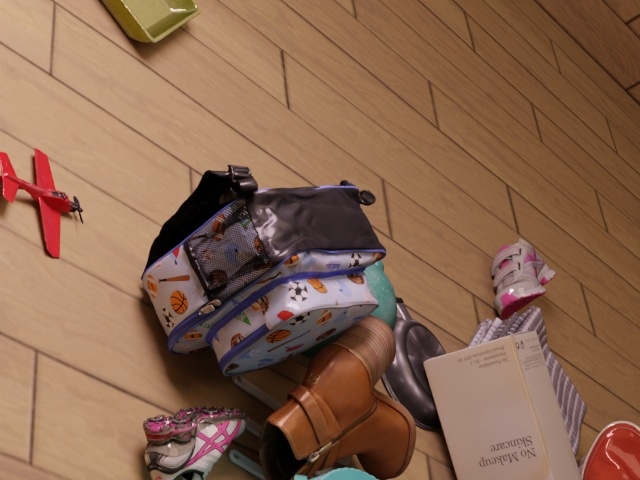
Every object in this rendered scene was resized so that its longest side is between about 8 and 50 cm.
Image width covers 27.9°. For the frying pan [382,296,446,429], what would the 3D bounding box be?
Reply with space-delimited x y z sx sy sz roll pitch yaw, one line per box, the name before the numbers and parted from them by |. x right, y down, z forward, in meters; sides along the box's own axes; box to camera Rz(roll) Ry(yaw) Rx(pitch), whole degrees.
frying pan | 0.147 0.150 2.077 0.197 0.053 0.326 29 43 -44

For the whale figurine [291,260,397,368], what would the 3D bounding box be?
whale figurine | -0.005 0.049 1.781 0.216 0.141 0.272 -17 55 -22

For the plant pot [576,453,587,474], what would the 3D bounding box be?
plant pot | 0.511 0.493 2.146 0.274 0.256 0.256 44 28 4

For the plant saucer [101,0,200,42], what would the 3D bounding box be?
plant saucer | -0.280 -0.381 1.906 0.188 0.045 0.188 53 28 -9

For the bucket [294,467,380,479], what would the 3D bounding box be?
bucket | -0.005 0.396 1.432 0.281 0.183 0.281 39 34 -32

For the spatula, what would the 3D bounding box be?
spatula | -0.031 0.282 1.681 0.242 0.019 0.168 39 34 -33

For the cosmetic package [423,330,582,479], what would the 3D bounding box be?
cosmetic package | 0.287 0.308 1.970 0.113 0.160 0.309 -1 73 -58

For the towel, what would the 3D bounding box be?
towel | 0.356 0.262 2.220 0.235 0.121 0.284 56 28 -6

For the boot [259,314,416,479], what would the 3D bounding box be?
boot | 0.022 0.257 1.645 0.220 0.109 0.283 -43 145 -36

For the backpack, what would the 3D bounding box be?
backpack | -0.075 0.048 1.583 0.277 0.263 0.213 5 64 -52

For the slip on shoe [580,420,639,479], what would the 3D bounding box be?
slip on shoe | 0.457 0.433 2.003 0.123 0.101 0.331 18 64 4

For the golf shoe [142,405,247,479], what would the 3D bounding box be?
golf shoe | -0.147 0.239 1.501 0.186 0.068 0.085 -5 95 -62

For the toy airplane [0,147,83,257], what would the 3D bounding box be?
toy airplane | -0.335 -0.058 1.513 0.151 0.028 0.151 39 35 -34

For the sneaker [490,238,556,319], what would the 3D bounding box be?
sneaker | 0.370 0.069 2.472 0.111 0.103 0.252 54 21 0
